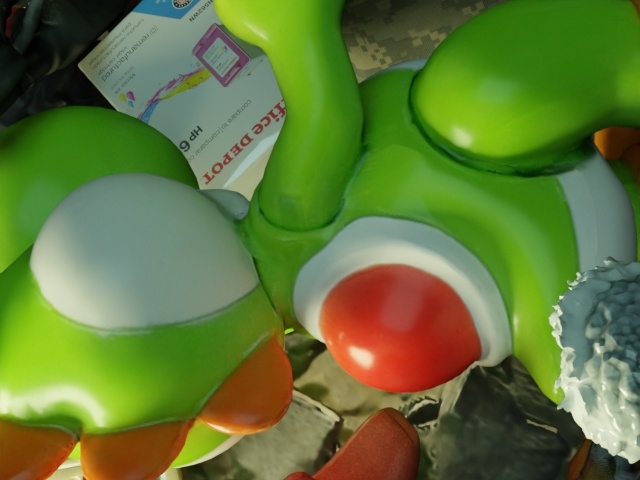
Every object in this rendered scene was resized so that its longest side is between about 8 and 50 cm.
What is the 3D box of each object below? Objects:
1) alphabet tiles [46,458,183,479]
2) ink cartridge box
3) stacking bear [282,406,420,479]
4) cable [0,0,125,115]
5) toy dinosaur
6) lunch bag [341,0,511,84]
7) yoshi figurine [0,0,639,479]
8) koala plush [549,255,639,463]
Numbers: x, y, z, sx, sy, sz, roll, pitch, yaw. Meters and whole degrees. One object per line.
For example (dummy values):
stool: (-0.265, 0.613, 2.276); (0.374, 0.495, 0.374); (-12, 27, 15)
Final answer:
alphabet tiles: (-0.197, 0.069, 0.565); (0.237, 0.009, 0.198); (-12, 92, 15)
ink cartridge box: (-0.055, -0.078, 0.575); (0.088, 0.052, 0.122); (-45, 68, 2)
stacking bear: (0.083, 0.219, 0.392); (0.289, 0.175, 0.164); (34, 104, 15)
cable: (-0.164, -0.101, 0.531); (0.139, 0.287, 0.072); (-31, 108, 24)
toy dinosaur: (0.121, 0.083, 0.458); (0.090, 0.082, 0.047); (2, 112, -9)
lunch bag: (0.070, -0.241, 0.522); (0.235, 0.169, 0.287); (-20, 58, 12)
yoshi figurine: (-0.010, -0.024, 0.449); (0.362, 0.203, 0.203); (-20, 93, -4)
koala plush: (0.178, 0.075, 0.323); (0.196, 0.221, 0.203); (22, 85, 51)
